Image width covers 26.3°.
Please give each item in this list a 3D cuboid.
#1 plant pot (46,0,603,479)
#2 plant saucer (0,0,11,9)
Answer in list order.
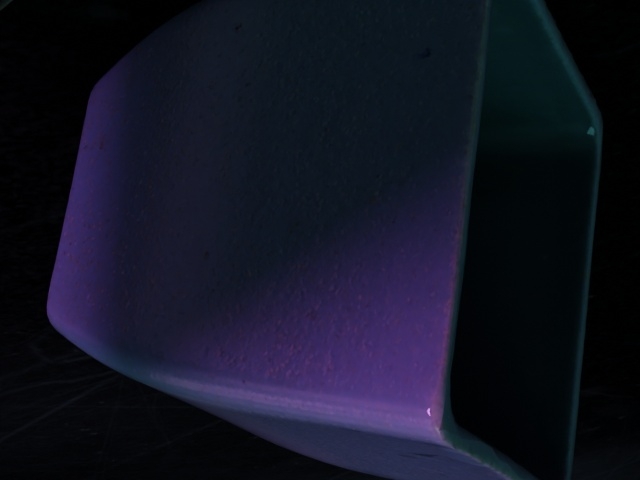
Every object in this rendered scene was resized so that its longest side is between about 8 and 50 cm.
[{"bbox_3d":[0.000,0.000,0.760,0.252,0.248,0.247,1,162,25],"label":"plant pot"},{"bbox_3d":[-0.049,-0.177,0.326,0.050,0.310,0.310,34,149,-2],"label":"plant saucer"}]
